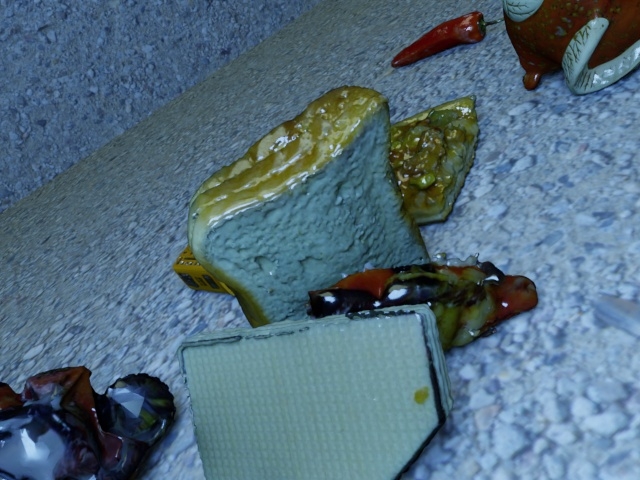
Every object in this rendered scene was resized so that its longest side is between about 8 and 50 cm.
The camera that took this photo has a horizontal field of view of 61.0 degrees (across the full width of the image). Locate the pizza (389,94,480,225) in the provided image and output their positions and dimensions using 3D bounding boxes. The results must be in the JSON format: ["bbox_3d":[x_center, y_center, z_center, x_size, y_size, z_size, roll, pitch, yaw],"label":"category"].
[{"bbox_3d":[0.093,-0.113,0.824,0.268,0.087,0.258,-11,32,35],"label":"pizza"}]

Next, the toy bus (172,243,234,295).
[{"bbox_3d":[-0.150,0.039,0.821,0.162,0.070,0.074,0,43,44],"label":"toy bus"}]

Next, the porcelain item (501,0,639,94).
[{"bbox_3d":[0.371,-0.326,0.803,0.252,0.253,0.253,-23,31,14],"label":"porcelain item"}]

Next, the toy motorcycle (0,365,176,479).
[{"bbox_3d":[-0.303,0.268,0.491,0.134,0.207,0.401,-43,18,47],"label":"toy motorcycle"}]

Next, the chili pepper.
[{"bbox_3d":[0.271,-0.436,1.168,0.272,0.063,0.071,-11,23,36],"label":"chili pepper"}]

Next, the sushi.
[{"bbox_3d":[0.096,0.067,0.530,0.225,0.097,0.103,-4,18,-2],"label":"sushi"}]

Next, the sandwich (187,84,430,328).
[{"bbox_3d":[0.000,0.000,0.563,0.226,0.251,0.087,-32,44,-4],"label":"sandwich"}]

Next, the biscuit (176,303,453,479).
[{"bbox_3d":[-0.008,0.140,0.469,0.252,0.150,0.052,-14,1,30],"label":"biscuit"}]
